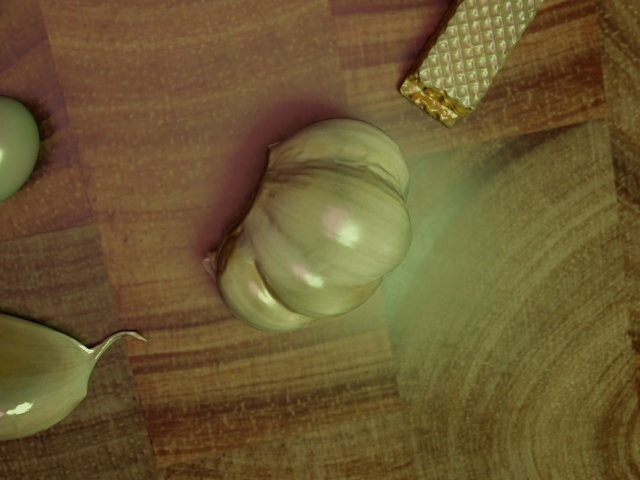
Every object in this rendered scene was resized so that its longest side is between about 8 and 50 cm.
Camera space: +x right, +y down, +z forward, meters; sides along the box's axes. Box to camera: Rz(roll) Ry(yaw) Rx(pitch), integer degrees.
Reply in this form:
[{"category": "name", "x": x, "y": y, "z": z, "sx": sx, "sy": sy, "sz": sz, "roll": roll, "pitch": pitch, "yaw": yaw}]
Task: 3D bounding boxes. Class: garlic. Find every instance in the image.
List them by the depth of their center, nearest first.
[{"category": "garlic", "x": 0.008, "y": 0.000, "z": 0.872, "sx": 0.203, "sy": 0.184, "sz": 0.281, "roll": 24, "pitch": 96, "yaw": -27}, {"category": "garlic", "x": -0.355, "y": 0.169, "z": 0.908, "sx": 0.266, "sy": 0.128, "sz": 0.149, "roll": 10, "pitch": 111, "yaw": -20}]

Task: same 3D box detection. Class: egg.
[{"category": "egg", "x": -0.371, "y": -0.098, "z": 0.841, "sx": 0.103, "sy": 0.103, "sz": 0.135, "roll": 35, "pitch": 91, "yaw": -12}]

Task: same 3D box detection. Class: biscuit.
[{"category": "biscuit", "x": 0.230, "y": -0.317, "z": 0.904, "sx": 0.094, "sy": 0.054, "sz": 0.379, "roll": 32, "pitch": 95, "yaw": -12}]
